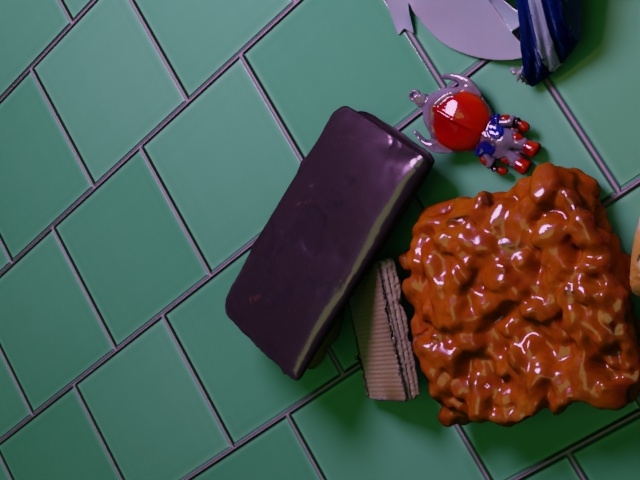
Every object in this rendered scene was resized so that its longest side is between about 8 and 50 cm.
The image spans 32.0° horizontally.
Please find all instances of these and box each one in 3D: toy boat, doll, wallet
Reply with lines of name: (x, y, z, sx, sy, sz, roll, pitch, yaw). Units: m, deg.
toy boat: (0.196, -0.305, 1.459, 0.291, 0.067, 0.221, 6, 122, 39)
doll: (0.201, -0.155, 1.493, 0.194, 0.062, 0.104, 31, 129, 17)
wallet: (0.000, 0.000, 1.573, 0.197, 0.051, 0.378, 39, 103, 38)

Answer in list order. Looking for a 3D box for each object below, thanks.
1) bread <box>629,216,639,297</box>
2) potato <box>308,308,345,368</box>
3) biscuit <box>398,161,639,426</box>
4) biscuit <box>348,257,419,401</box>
bread: (0.420, 0.001, 1.336, 0.073, 0.122, 0.149, 11, 102, 27)
potato: (-0.020, 0.108, 1.646, 0.120, 0.081, 0.149, -31, 79, 33)
biscuit: (0.254, 0.077, 1.455, 0.312, 0.110, 0.318, -17, 86, 33)
biscuit: (0.085, 0.127, 1.580, 0.121, 0.040, 0.199, -11, 89, 62)
